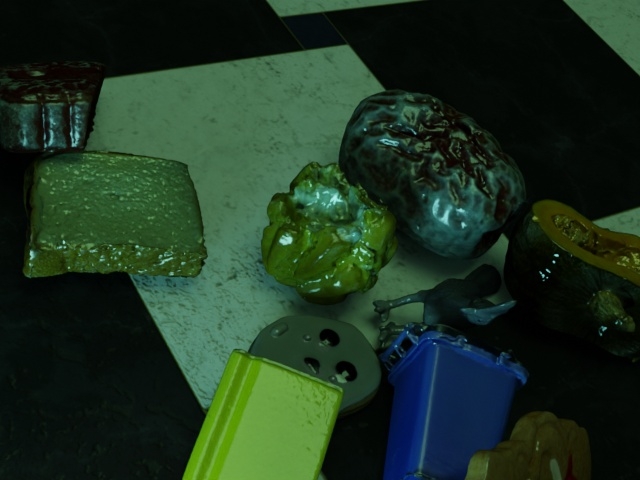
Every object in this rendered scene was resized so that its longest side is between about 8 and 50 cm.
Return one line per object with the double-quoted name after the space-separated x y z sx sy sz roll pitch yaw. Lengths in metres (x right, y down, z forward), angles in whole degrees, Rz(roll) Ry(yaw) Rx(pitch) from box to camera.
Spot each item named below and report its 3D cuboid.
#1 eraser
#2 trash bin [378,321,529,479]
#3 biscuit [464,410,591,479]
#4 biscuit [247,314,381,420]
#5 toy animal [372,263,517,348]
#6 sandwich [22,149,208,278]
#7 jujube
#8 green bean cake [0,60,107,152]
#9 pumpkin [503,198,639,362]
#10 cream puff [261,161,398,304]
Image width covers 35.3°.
-0.075 0.259 1.259 0.158 0.069 0.226 21 57 0 "eraser"
0.159 0.244 1.341 0.184 0.162 0.234 23 52 -7 "trash bin"
0.278 0.325 1.287 0.047 0.201 0.334 -3 6 35 "biscuit"
-0.007 0.176 1.411 0.208 0.049 0.181 -24 62 -35 "biscuit"
0.180 0.100 1.490 0.206 0.367 0.081 -16 92 8 "toy animal"
-0.305 -0.035 1.461 0.251 0.087 0.226 3 46 -22 "sandwich"
0.182 -0.108 1.636 0.317 0.226 0.226 37 46 20 "jujube"
-0.403 -0.207 1.523 0.199 0.097 0.232 -4 23 -21 "green bean cake"
0.438 0.072 1.592 0.317 0.139 0.221 25 37 -15 "pumpkin"
0.001 0.004 1.497 0.195 0.194 0.221 -14 38 -31 "cream puff"
